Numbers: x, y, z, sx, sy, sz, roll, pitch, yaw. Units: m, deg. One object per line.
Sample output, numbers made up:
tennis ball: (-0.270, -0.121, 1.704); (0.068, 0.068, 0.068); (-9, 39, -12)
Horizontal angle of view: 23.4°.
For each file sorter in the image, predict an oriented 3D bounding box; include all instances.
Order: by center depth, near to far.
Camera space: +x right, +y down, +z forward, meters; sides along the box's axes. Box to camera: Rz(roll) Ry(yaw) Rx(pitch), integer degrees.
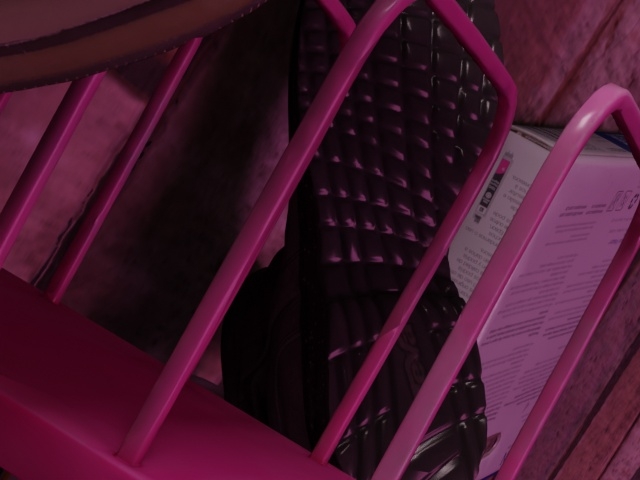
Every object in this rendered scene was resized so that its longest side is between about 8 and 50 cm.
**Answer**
file sorter: (-0.049, -0.020, 0.530); (0.182, 0.290, 0.202); (-62, 161, 1)

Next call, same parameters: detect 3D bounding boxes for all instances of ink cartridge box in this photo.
ink cartridge box: (0.163, 0.061, 1.311); (0.324, 0.071, 0.330); (-4, 124, -64)

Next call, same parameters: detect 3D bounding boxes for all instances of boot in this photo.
boot: (0.000, 0.000, 0.865); (0.222, 0.118, 0.338); (146, -47, -65)

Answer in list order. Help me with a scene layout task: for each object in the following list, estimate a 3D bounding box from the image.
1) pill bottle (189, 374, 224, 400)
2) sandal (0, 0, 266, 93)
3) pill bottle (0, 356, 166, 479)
pill bottle: (-0.086, 0.127, 0.949); (0.083, 0.043, 0.043); (-61, 156, 8)
sandal: (-0.148, -0.078, 0.390); (0.302, 0.120, 0.086); (-15, 125, -1)
pill bottle: (-0.129, 0.168, 0.824); (0.215, 0.117, 0.117); (-56, 156, -2)
